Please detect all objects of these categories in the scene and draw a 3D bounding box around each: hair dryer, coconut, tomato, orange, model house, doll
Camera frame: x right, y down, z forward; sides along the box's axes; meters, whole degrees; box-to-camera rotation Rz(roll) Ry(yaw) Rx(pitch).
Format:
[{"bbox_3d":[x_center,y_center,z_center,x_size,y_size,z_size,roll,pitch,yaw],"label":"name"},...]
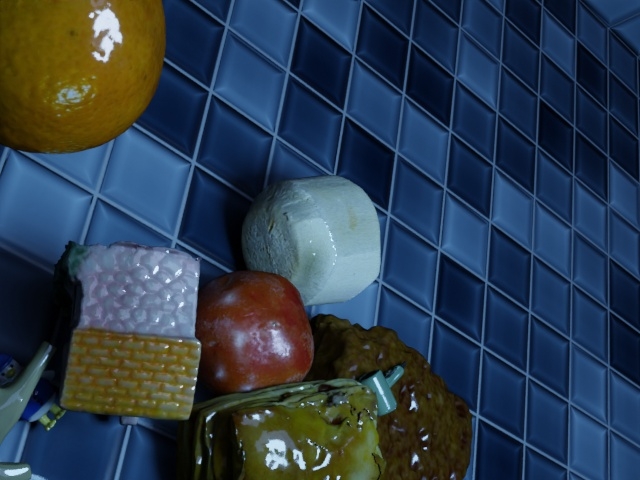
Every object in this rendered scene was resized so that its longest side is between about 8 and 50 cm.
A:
[{"bbox_3d":[0.118,0.244,1.913,0.071,0.047,0.150,64,31,-6],"label":"hair dryer"},{"bbox_3d":[0.000,0.000,1.994,0.266,0.237,0.237,-6,77,-49],"label":"coconut"},{"bbox_3d":[-0.117,0.156,1.825,0.232,0.188,0.232,17,60,-31],"label":"tomato"},{"bbox_3d":[-0.412,-0.330,1.585,0.326,0.424,0.424,-18,86,-22],"label":"orange"},{"bbox_3d":[-0.297,0.149,1.614,0.202,0.237,0.237,8,70,-20],"label":"model house"},{"bbox_3d":[-0.430,0.211,1.580,0.143,0.057,0.099,49,64,-12],"label":"doll"}]

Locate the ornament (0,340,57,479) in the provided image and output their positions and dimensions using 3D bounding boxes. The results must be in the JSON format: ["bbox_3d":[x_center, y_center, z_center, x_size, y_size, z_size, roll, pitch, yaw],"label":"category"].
[{"bbox_3d":[-0.467,0.225,1.502,0.230,0.061,0.245,35,75,-21],"label":"ornament"}]

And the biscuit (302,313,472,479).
[{"bbox_3d":[0.115,0.355,2.008,0.395,0.166,0.342,40,50,-29],"label":"biscuit"}]

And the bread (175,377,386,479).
[{"bbox_3d":[-0.055,0.366,1.712,0.324,0.167,0.277,-2,93,-17],"label":"bread"}]
